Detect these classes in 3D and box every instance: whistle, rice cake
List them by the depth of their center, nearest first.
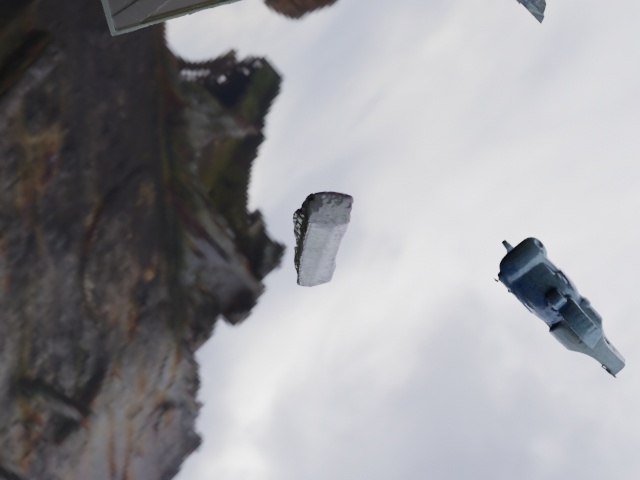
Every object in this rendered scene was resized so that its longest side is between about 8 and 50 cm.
[{"bbox_3d":[0.000,0.000,1.102,0.047,0.036,0.206,-11,162,-7],"label":"rice cake"},{"bbox_3d":[0.373,0.099,1.829,0.093,0.269,0.180,-45,178,11],"label":"whistle"}]

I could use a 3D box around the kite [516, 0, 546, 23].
[{"bbox_3d":[0.198,-0.267,1.080,0.157,0.139,0.011,-7,-170,-29],"label":"kite"}]

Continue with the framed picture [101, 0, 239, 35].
[{"bbox_3d":[-0.214,-0.400,1.797,0.250,0.016,0.184,-17,155,-6],"label":"framed picture"}]
